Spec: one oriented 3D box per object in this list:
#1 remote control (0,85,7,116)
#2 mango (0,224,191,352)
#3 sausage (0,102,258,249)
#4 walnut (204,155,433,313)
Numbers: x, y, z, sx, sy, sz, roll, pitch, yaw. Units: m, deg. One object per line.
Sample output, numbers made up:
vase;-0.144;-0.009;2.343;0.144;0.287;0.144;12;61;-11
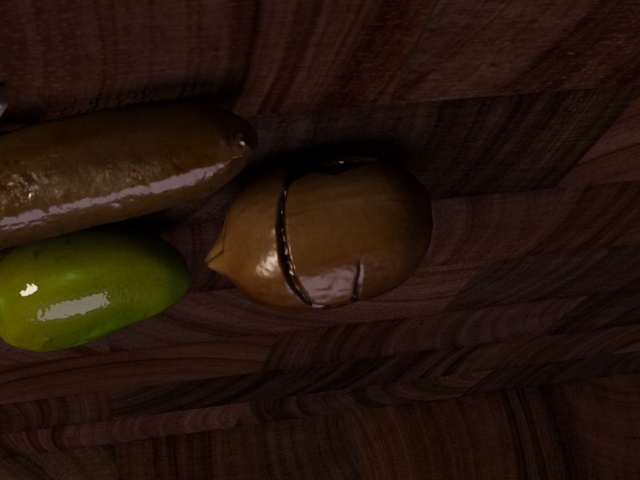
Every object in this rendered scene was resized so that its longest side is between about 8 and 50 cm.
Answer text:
remote control;-0.409;-0.131;1.094;0.190;0.029;0.087;1;159;-31
mango;-0.321;0.056;1.509;0.273;0.149;0.185;-19;153;8
sausage;-0.312;-0.057;1.196;0.501;0.123;0.136;-15;-155;-3
walnut;0.000;0.000;1.433;0.298;0.203;0.203;-17;162;-3
